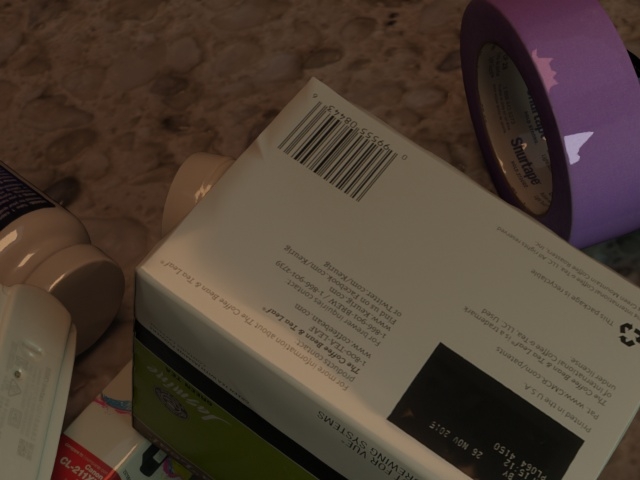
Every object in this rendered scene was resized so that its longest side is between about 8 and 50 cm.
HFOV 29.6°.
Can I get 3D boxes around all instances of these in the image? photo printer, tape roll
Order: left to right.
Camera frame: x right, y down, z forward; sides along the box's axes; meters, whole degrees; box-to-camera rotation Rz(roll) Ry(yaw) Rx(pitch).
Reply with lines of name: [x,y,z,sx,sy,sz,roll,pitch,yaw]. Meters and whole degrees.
photo printer: [-0.364,0.199,1.087,0.308,0.107,0.256,-27,43,33]
tape roll: [0.234,-0.125,1.228,0.090,0.274,0.274,-19,53,-6]

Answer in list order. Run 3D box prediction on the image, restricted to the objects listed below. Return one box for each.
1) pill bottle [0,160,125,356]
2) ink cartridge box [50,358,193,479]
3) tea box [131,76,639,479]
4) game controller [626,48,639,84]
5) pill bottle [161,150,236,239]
pill bottle: [-0.338,0.008,1.273,0.265,0.153,0.153,33,63,28]
ink cartridge box: [-0.170,0.191,1.129,0.072,0.127,0.175,29,61,25]
tea box: [0.045,0.111,0.946,0.329,0.323,0.220,35,61,9]
game controller: [0.353,-0.115,1.305,0.167,0.067,0.319,1,48,-29]
pill bottle: [0.000,0.000,1.228,0.302,0.169,0.169,14,56,16]
